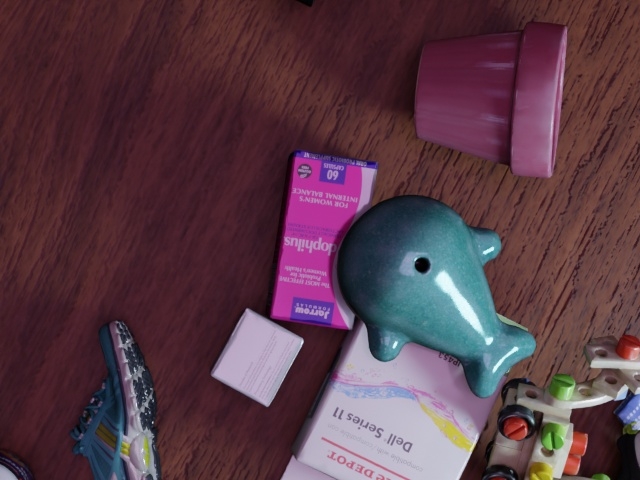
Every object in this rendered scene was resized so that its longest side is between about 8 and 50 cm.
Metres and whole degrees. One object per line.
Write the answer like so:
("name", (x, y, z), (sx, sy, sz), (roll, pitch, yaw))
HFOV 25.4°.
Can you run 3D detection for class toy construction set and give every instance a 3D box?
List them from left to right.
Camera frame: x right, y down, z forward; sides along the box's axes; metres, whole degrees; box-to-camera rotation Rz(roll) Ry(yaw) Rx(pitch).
("toy construction set", (0.321, 0.270, 1.799), (0.215, 0.151, 0.328), (12, 109, 4))

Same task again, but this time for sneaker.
("sneaker", (-0.270, 0.240, 1.821), (0.110, 0.107, 0.275), (-3, 88, 5))
("sneaker", (0.437, 0.351, 1.892), (0.084, 0.097, 0.235), (-18, 111, -40))

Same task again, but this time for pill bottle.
("pill bottle", (-0.417, 0.321, 1.757), (0.108, 0.193, 0.108), (0, 89, -5))

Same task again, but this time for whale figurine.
("whale figurine", (0.145, 0.067, 1.719), (0.216, 0.141, 0.272), (-43, 91, -7))

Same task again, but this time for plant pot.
("plant pot", (0.220, -0.187, 1.834), (0.180, 0.201, 0.201), (7, 88, 12))

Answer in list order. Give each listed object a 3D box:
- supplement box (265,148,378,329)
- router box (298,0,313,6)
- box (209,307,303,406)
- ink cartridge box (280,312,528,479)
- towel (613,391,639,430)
("supplement box", (0.000, 0.000, 1.841), (0.111, 0.114, 0.220), (8, 90, -5))
("router box", (0.026, -0.469, 1.790), (0.081, 0.243, 0.309), (25, 86, -4))
("box", (-0.084, 0.150, 1.835), (0.087, 0.101, 0.102), (28, 85, -3))
("ink cartridge box", (0.097, 0.229, 1.837), (0.207, 0.119, 0.354), (26, 86, -3))
("towel", (0.590, 0.275, 1.917), (0.243, 0.040, 0.336), (-43, 92, -5))
